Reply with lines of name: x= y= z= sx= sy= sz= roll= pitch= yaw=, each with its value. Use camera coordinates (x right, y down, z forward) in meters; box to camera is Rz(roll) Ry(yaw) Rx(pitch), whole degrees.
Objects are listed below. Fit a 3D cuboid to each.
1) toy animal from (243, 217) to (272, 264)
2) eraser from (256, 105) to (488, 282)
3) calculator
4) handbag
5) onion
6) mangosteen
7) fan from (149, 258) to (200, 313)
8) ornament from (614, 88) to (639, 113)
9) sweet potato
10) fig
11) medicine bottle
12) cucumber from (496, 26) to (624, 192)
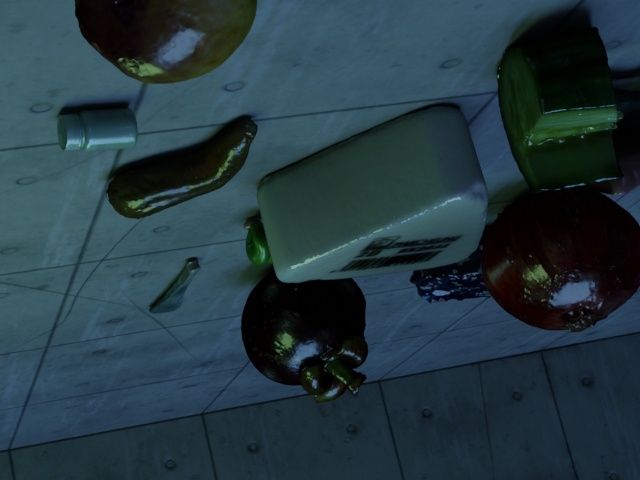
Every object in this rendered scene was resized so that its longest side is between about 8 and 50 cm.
toy animal: x=-0.009 y=-0.017 z=2.118 sx=0.208 sy=0.100 sz=0.103 roll=-1 pitch=140 yaw=-14
eraser: x=0.070 y=-0.043 z=1.967 sx=0.331 sy=0.150 sz=0.331 roll=-11 pitch=164 yaw=-3
calculator: x=0.448 y=-0.125 z=2.012 sx=0.220 sy=0.048 sz=0.330 roll=-15 pitch=-169 yaw=-3
handbag: x=0.293 y=0.043 z=2.538 sx=0.260 sy=0.113 sz=0.162 roll=-10 pitch=158 yaw=-10
onion: x=0.409 y=0.035 z=2.339 sx=0.276 sy=0.276 sz=0.276 roll=-13 pitch=165 yaw=-4
mangosteen: x=-0.012 y=0.161 z=2.407 sx=0.228 sy=0.265 sz=0.228 roll=-29 pitch=152 yaw=-17
fan: x=-0.237 y=0.080 z=2.376 sx=0.057 sy=0.023 sz=0.282 roll=-6 pitch=164 yaw=-21
ornament: x=0.429 y=-0.177 z=1.933 sx=0.236 sy=0.080 sz=0.202 roll=-11 pitch=165 yaw=-11
sweet potato: x=-0.166 y=-0.086 z=1.775 sx=0.233 sy=0.062 sz=0.081 roll=-23 pitch=161 yaw=21
fig: x=-0.095 y=-0.233 z=1.219 sx=0.159 sy=0.159 sz=0.257 roll=-28 pitch=179 yaw=42
medicine bottle: x=-0.251 y=-0.124 z=1.582 sx=0.083 sy=0.047 sz=0.047 roll=-6 pitch=163 yaw=-25
cucumber: x=0.296 y=-0.169 z=1.697 sx=0.130 sy=0.191 sz=0.191 roll=-15 pitch=165 yaw=-4
